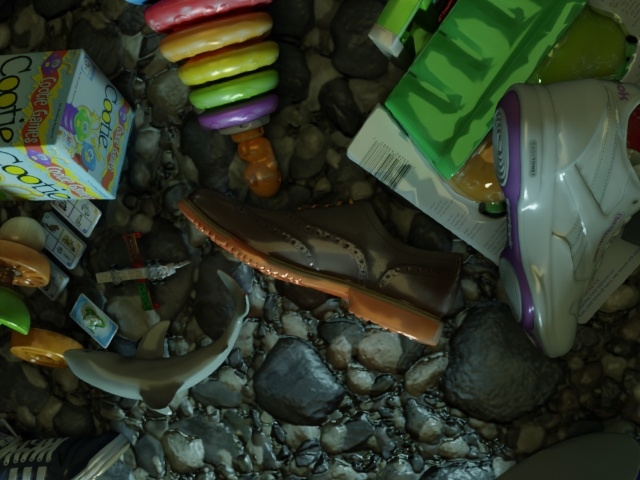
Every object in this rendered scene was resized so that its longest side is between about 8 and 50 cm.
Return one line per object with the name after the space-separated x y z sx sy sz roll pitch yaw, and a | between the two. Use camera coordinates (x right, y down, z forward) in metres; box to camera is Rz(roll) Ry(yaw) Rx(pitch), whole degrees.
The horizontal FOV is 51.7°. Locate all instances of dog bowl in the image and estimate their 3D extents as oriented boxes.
0.259 0.326 0.713 0.265 0.265 0.104 -36 84 15 | dog bowl

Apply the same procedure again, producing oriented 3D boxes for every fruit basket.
0.261 -0.130 0.744 0.353 0.165 0.327 34 104 -8 | fruit basket

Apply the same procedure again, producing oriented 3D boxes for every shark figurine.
-0.187 0.170 0.878 0.278 0.116 0.166 -26 111 7 | shark figurine

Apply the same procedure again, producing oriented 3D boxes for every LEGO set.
-0.305 0.049 0.950 0.244 0.060 0.182 40 116 8 | LEGO set

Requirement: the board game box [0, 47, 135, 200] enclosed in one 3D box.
-0.412 -0.144 0.868 0.275 0.142 0.144 0 67 13 | board game box

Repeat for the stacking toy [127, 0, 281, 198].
-0.107 -0.195 0.825 0.165 0.175 0.302 -9 108 21 | stacking toy

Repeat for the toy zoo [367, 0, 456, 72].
0.154 -0.325 0.706 0.030 0.192 0.293 34 102 8 | toy zoo

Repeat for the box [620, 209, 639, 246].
0.425 -0.042 0.602 0.232 0.059 0.183 26 120 31 | box

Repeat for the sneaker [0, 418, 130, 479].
-0.420 0.316 0.967 0.282 0.099 0.153 -34 89 18 | sneaker

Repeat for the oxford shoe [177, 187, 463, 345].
0.000 0.000 0.829 0.363 0.130 0.133 24 88 3 | oxford shoe

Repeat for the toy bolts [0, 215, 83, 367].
-0.450 0.073 0.947 0.228 0.218 0.158 -4 59 23 | toy bolts

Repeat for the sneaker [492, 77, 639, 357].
0.255 -0.010 0.649 0.152 0.114 0.305 -10 120 2 | sneaker

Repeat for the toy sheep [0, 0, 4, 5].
-0.480 -0.358 0.917 0.132 0.091 0.091 10 99 31 | toy sheep
